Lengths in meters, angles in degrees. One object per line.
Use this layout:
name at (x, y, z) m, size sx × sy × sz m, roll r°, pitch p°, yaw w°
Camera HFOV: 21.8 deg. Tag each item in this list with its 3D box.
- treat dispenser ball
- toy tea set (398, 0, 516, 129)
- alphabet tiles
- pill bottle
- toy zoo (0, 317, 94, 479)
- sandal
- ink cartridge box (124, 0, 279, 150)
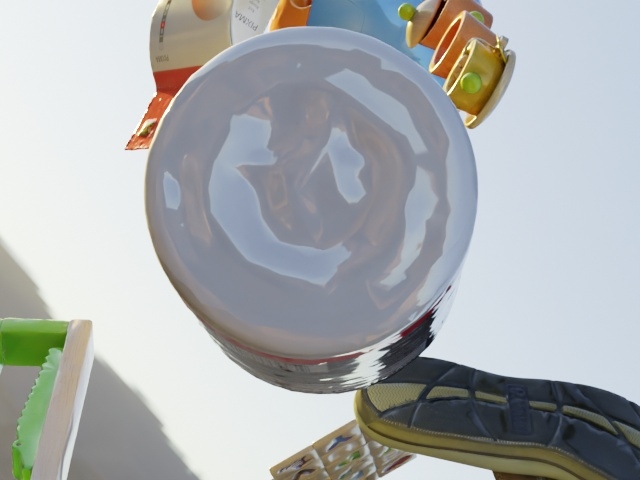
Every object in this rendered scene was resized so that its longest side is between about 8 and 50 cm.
treat dispenser ball at (0.075, -0.261, 2.170) m, size 0.288 × 0.288 × 0.288 m, roll 44°, pitch -14°, yaw 14°
toy tea set at (0.095, -0.167, 1.700) m, size 0.124 × 0.200 × 0.336 m, roll 28°, pitch 19°, yaw -9°
alphabet tiles at (0.035, 0.270, 2.022) m, size 0.011 × 0.285 × 0.342 m, roll 59°, pitch -4°, yaw 19°
pill bottle at (0.000, 0.000, 0.999) m, size 0.176 × 0.176 × 0.318 m, roll 45°, pitch -6°, yaw 9°
toy zoo at (-0.288, 0.103, 0.954) m, size 0.192 × 0.293 × 0.030 m, roll -88°, pitch 180°, yaw -60°
sandal at (0.171, 0.173, 1.355) m, size 0.303 × 0.120 × 0.086 m, roll 16°, pitch -57°, yaw 1°
ink cartridge box at (-0.104, -0.161, 1.357) m, size 0.045 × 0.179 × 0.145 m, roll 36°, pitch -18°, yaw -28°
